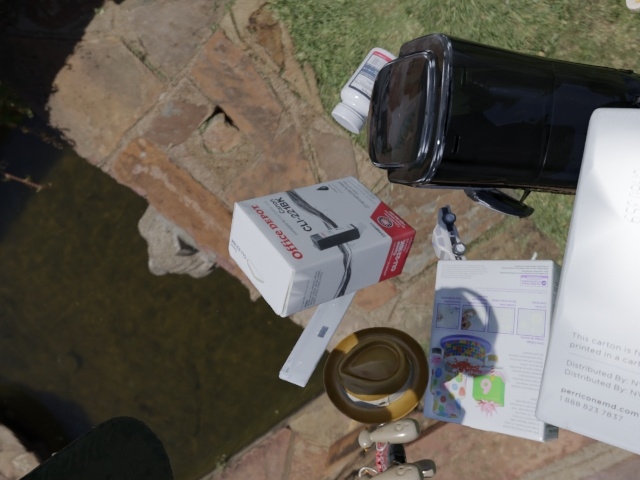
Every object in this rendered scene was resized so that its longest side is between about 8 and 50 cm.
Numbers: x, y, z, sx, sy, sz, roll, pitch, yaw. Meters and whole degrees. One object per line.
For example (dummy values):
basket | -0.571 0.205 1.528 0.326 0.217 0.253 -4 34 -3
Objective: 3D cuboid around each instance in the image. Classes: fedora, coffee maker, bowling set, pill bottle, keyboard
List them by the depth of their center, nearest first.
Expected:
coffee maker | 0.145 -0.094 0.407 0.179 0.120 0.171 1 165 -21
fedora | 0.094 0.228 0.972 0.195 0.194 0.079 -1 149 14
keyboard | -0.001 0.201 1.206 0.072 0.256 0.014 14 149 32
bowling set | 0.186 0.573 1.235 0.154 0.287 0.199 -23 119 23
pill bottle | 0.110 -0.343 1.269 0.108 0.108 0.180 37 90 -6

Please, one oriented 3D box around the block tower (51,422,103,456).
block tower | -0.269 0.389 0.633 0.097 0.335 0.090 -22 130 3

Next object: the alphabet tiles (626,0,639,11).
alphabet tiles | 0.553 -0.507 0.856 0.021 0.277 0.284 22 153 -38

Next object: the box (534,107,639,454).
box | 0.233 0.028 0.289 0.181 0.119 0.181 13 104 36

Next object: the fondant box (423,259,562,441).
fondant box | 0.347 0.206 1.090 0.239 0.096 0.329 -1 74 39

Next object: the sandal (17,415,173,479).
sandal | -0.262 0.285 0.467 0.107 0.446 0.167 -32 94 22

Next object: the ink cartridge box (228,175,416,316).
ink cartridge box | 0.000 0.000 0.988 0.197 0.273 0.114 46 139 35

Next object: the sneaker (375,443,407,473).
sneaker | 0.226 0.693 1.605 0.098 0.275 0.135 19 149 -22

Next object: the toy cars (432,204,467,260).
toy cars | 0.360 0.100 1.526 0.087 0.176 0.393 -12 106 2
